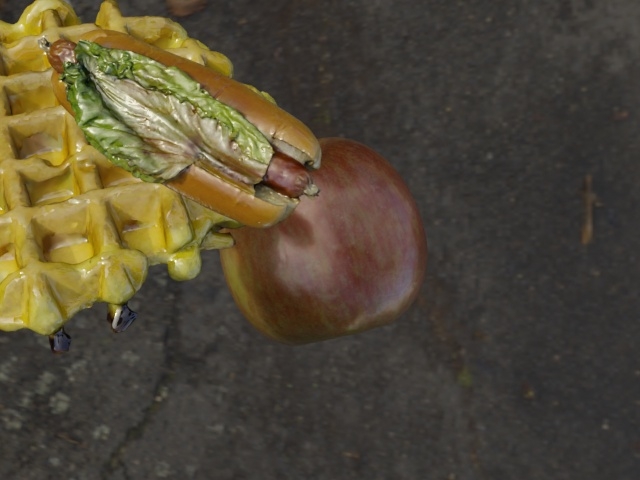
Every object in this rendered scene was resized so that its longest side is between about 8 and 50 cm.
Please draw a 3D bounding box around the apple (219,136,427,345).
[{"bbox_3d":[0.000,0.000,1.238,0.188,0.188,0.173,-26,103,-33],"label":"apple"}]

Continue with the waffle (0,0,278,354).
[{"bbox_3d":[-0.182,-0.058,0.853,0.329,0.329,0.062,-37,144,-30],"label":"waffle"}]

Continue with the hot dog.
[{"bbox_3d":[-0.059,-0.049,0.554,0.133,0.041,0.056,29,83,7],"label":"hot dog"}]
